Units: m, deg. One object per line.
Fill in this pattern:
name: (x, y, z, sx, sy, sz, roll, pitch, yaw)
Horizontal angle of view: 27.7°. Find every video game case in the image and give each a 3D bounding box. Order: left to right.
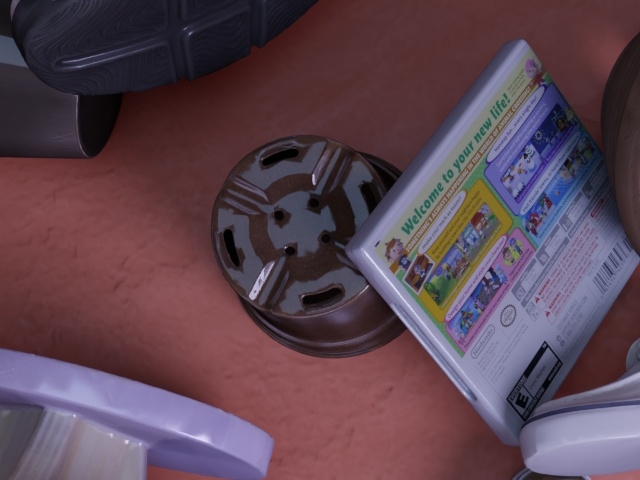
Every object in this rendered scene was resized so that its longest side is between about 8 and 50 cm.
video game case: (0.134, 0.000, 0.901, 0.193, 0.023, 0.212, 50, 62, -23)

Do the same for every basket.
basket: (-0.276, -0.147, 1.013, 0.227, 0.154, 0.204, 10, 98, 6)

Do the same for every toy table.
toy table: (-0.188, 0.182, 0.921, 0.274, 0.252, 0.161, 10, 69, 17)

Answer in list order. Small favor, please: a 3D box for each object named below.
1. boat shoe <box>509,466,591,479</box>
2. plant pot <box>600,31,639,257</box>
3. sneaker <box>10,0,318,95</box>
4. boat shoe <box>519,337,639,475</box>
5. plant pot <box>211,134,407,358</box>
boat shoe: (0.135, 0.304, 0.919, 0.109, 0.094, 0.302, 9, 84, 10)
plant pot: (0.277, -0.087, 0.915, 0.237, 0.237, 0.110, -57, 38, -1)
sneaker: (-0.079, -0.300, 0.973, 0.447, 0.169, 0.257, -35, 72, -20)
boat shoe: (0.254, 0.099, 0.900, 0.268, 0.096, 0.088, -9, 66, -14)
plant pot: (0.000, 0.000, 0.942, 0.167, 0.165, 0.167, -1, 83, 8)
